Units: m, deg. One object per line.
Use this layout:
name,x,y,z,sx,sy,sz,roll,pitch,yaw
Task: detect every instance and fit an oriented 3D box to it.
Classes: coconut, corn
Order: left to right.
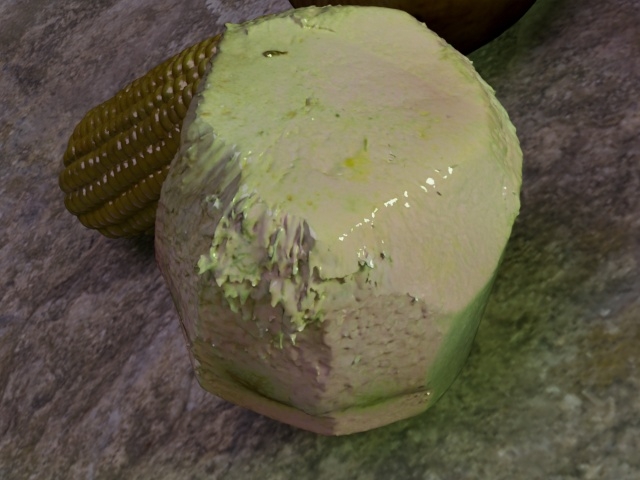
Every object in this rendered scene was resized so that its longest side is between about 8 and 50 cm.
corn,-0.108,-0.088,0.876,0.347,0.130,0.130,-23,43,47
coconut,0.000,0.000,0.678,0.233,0.245,0.233,3,54,-4

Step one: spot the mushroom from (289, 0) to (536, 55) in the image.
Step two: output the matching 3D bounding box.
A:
mushroom,0.082,-0.312,0.842,0.345,0.260,0.345,-25,46,28
